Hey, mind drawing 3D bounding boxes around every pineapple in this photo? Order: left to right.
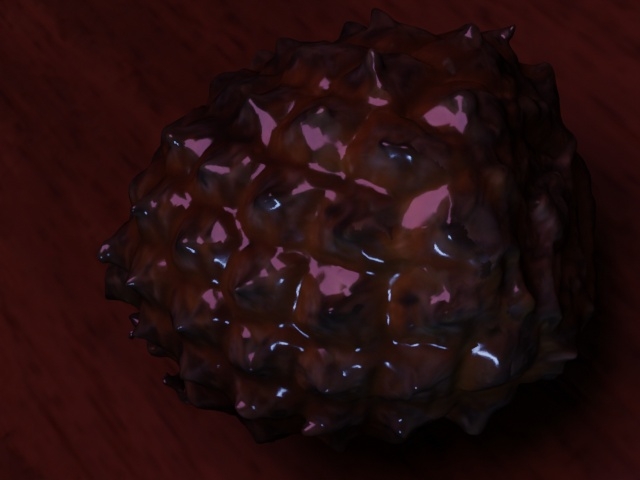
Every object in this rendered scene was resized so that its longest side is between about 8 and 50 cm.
[{"bbox_3d":[0.000,0.000,0.687,0.193,0.166,0.166,-9,55,27],"label":"pineapple"}]
